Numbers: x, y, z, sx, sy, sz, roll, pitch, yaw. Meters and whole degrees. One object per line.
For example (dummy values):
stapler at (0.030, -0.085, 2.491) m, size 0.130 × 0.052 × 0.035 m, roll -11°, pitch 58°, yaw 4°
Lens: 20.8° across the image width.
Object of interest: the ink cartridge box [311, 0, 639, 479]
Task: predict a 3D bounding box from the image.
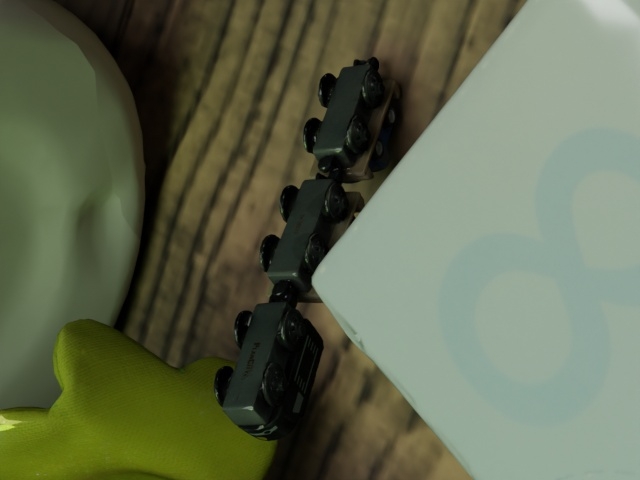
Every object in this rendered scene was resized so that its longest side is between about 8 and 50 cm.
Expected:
ink cartridge box at (0.212, -0.016, 0.459) m, size 0.308 × 0.091 × 0.385 m, roll 49°, pitch 118°, yaw 24°

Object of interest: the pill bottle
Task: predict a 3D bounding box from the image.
pill bottle at (-0.283, -0.056, 0.733) m, size 0.392 × 0.224 × 0.224 m, roll 27°, pitch 106°, yaw 32°

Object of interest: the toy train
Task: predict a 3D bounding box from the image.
toy train at (0.000, 0.000, 0.605) m, size 0.027 × 0.036 × 0.158 m, roll -4°, pitch 51°, yaw 30°

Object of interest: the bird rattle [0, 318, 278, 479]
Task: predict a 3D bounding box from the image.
bird rattle at (-0.038, 0.163, 0.590) m, size 0.253 × 0.207 × 0.143 m, roll 41°, pitch 154°, yaw 28°
